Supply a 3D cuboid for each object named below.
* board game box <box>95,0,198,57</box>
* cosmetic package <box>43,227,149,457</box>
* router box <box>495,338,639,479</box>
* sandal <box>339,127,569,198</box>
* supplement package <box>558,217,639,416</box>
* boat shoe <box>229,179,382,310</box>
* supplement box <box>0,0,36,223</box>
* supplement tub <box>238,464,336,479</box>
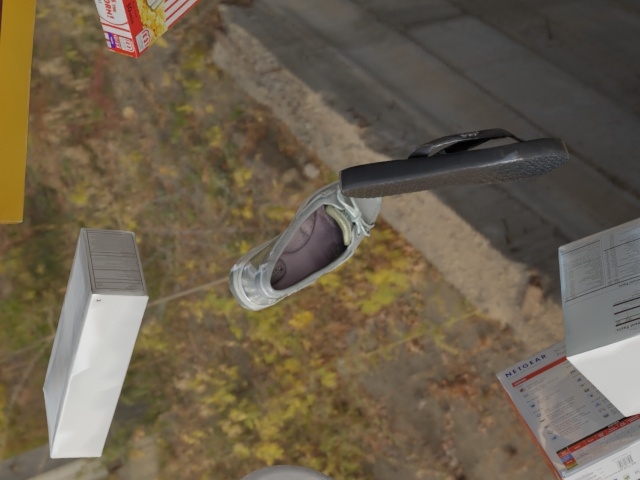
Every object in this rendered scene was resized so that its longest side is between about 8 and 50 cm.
[{"bbox_3d":[-0.179,-0.319,1.141,0.045,0.193,0.146,19,142,24],"label":"board game box"},{"bbox_3d":[-0.233,0.110,1.050,0.099,0.060,0.239,-110,33,-46],"label":"cosmetic package"},{"bbox_3d":[0.518,0.269,1.784,0.082,0.335,0.301,62,-178,-31],"label":"router box"},{"bbox_3d":[0.138,-0.091,1.117,0.097,0.255,0.054,21,-115,-67],"label":"sandal"},{"bbox_3d":[0.465,0.115,1.513,0.149,0.194,0.203,-24,41,31],"label":"supplement package"},{"bbox_3d":[-0.002,-0.002,1.597,0.103,0.320,0.118,-12,109,53],"label":"boat shoe"},{"bbox_3d":[-0.272,-0.080,0.484,0.191,0.194,0.129,5,92,40],"label":"supplement box"},{"bbox_3d":[-0.064,0.543,1.607,0.241,0.241,0.331,49,139,39],"label":"supplement tub"}]
